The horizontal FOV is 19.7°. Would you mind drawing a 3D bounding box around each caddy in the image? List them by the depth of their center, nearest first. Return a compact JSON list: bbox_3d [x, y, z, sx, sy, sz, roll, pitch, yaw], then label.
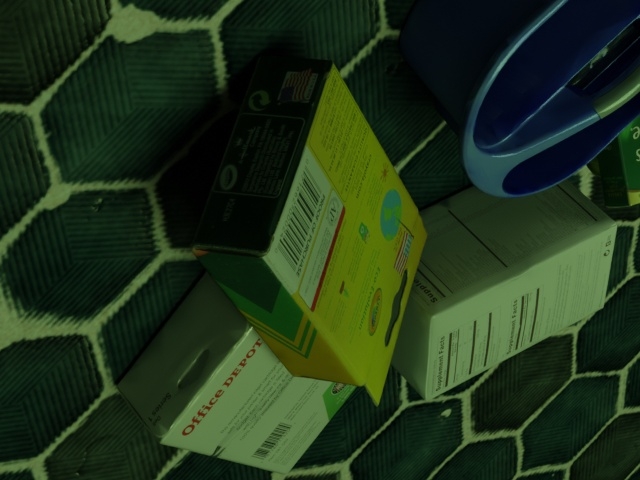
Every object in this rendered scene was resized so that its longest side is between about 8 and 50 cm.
[{"bbox_3d":[0.244,-0.194,1.748,0.341,0.179,0.241,-43,146,-1],"label":"caddy"}]

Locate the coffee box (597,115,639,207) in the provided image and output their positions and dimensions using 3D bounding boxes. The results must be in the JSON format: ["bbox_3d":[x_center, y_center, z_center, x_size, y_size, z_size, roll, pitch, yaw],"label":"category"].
[{"bbox_3d":[0.336,-0.134,1.933,0.113,0.040,0.184,-13,97,-36],"label":"coffee box"}]

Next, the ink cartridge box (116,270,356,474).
[{"bbox_3d":[-0.073,0.135,1.845,0.160,0.092,0.219,-52,144,10],"label":"ink cartridge box"}]

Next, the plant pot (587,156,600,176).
[{"bbox_3d":[0.300,-0.122,1.975,0.083,0.083,0.079,-49,132,7],"label":"plant pot"}]

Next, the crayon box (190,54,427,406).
[{"bbox_3d":[0.000,0.000,1.705,0.318,0.081,0.202,56,46,-54],"label":"crayon box"}]

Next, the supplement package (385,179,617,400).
[{"bbox_3d":[0.172,0.037,1.948,0.244,0.139,0.134,-25,140,-23],"label":"supplement package"}]
